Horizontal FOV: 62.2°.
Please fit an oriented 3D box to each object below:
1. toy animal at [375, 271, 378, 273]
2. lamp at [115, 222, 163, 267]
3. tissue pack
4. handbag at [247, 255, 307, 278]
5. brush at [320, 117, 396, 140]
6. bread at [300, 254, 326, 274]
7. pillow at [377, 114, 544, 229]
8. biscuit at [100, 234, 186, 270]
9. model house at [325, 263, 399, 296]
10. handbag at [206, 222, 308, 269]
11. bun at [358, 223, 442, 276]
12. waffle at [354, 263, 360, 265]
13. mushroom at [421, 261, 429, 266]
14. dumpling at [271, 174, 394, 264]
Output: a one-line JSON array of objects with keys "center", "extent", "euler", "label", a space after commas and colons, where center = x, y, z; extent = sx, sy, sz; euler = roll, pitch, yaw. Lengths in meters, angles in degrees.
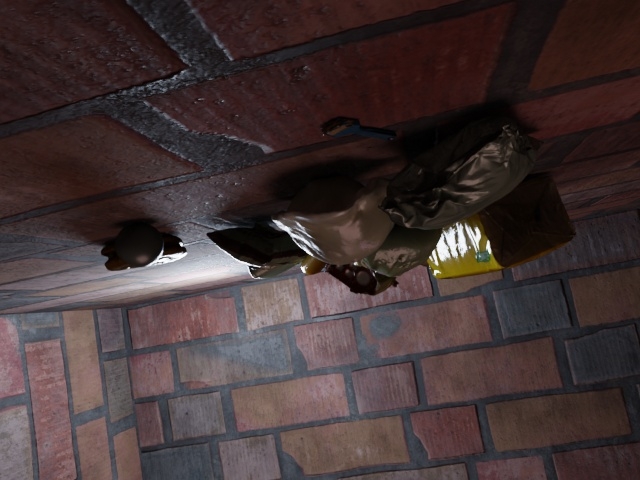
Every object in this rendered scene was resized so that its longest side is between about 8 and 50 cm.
[{"center": [0.230, 0.031, 1.955], "extent": [0.218, 0.180, 0.116], "euler": [1, 167, -32], "label": "toy animal"}, {"center": [-0.413, 0.011, 1.211], "extent": [0.105, 0.105, 0.105], "euler": [-10, 173, -1], "label": "lamp"}, {"center": [0.526, -0.026, 1.642], "extent": [0.293, 0.228, 0.382], "euler": [-19, 176, -18], "label": "tissue pack"}, {"center": [-0.126, 0.051, 2.126], "extent": [0.315, 0.109, 0.241], "euler": [-26, 169, 16], "label": "handbag"}, {"center": [0.068, -0.171, 0.838], "extent": [0.164, 0.014, 0.051], "euler": [-4, 172, -45], "label": "brush"}, {"center": [0.001, 0.060, 2.038], "extent": [0.092, 0.074, 0.239], "euler": [-11, 157, -28], "label": "bread"}, {"center": [0.268, -0.122, 0.986], "extent": [0.283, 0.138, 0.310], "euler": [-33, 167, 25], "label": "pillow"}, {"center": [-0.476, 0.032, 1.440], "extent": [0.220, 0.066, 0.220], "euler": [-12, 175, -1], "label": "biscuit"}, {"center": [0.182, 0.116, 2.093], "extent": [0.196, 0.254, 0.160], "euler": [-18, 138, -59], "label": "model house"}, {"center": [-0.165, 0.018, 1.483], "extent": [0.213, 0.127, 0.235], "euler": [16, -173, 28], "label": "handbag"}, {"center": [0.200, 0.015, 1.546], "extent": [0.293, 0.187, 0.293], "euler": [1, -169, 0], "label": "bun"}, {"center": [0.216, 0.012, 1.836], "extent": [0.229, 0.057, 0.219], "euler": [-21, 149, -15], "label": "waffle"}, {"center": [0.394, -0.015, 1.933], "extent": [0.207, 0.207, 0.215], "euler": [-7, -154, -24], "label": "mushroom"}, {"center": [0.010, -0.034, 1.110], "extent": [0.318, 0.187, 0.243], "euler": [-16, 177, 41], "label": "dumpling"}]
